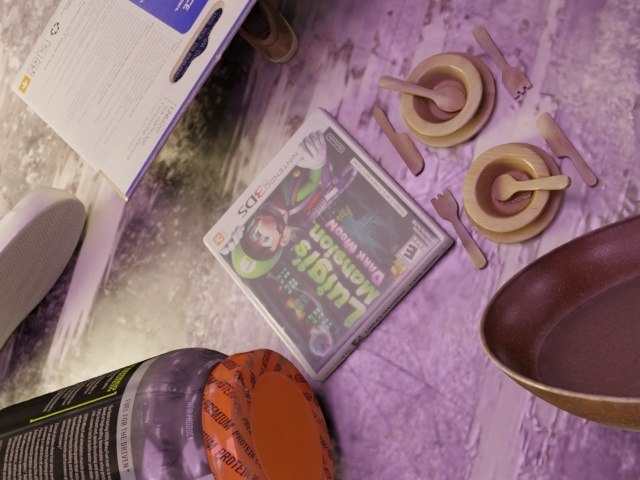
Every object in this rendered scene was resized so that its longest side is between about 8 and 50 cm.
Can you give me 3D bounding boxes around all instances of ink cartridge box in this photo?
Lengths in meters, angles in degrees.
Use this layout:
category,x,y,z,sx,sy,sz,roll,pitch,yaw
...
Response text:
category,x,y,z,sx,sy,sz,roll,pitch,yaw
ink cartridge box,-0.155,-0.214,1.017,0.307,0.072,0.303,38,97,43

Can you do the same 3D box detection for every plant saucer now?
category,x,y,z,sx,sy,sz,roll,pitch,yaw
plant saucer,0.257,0.040,0.655,0.310,0.310,0.050,-12,107,27

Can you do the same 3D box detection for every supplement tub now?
category,x,y,z,sx,sy,sz,roll,pitch,yaw
supplement tub,-0.160,0.206,0.879,0.316,0.193,0.193,-21,69,25

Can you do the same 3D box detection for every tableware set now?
category,x,y,z,sx,sy,sz,roll,pitch,yaw
tableware set,0.130,-0.085,0.875,0.128,0.039,0.194,-39,62,16

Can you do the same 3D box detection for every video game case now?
category,x,y,z,sx,sy,sz,roll,pitch,yaw
video game case,0.000,0.000,0.938,0.173,0.022,0.190,-48,60,12

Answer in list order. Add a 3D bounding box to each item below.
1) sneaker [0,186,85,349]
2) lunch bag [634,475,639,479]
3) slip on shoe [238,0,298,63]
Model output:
category,x,y,z,sx,sy,sz,roll,pitch,yaw
sneaker,-0.383,0.028,1.099,0.169,0.108,0.292,44,102,27
lunch bag,0.199,0.244,0.645,0.262,0.223,0.160,-46,71,12
slip on shoe,-0.073,-0.227,1.023,0.051,0.041,0.135,-43,61,14
